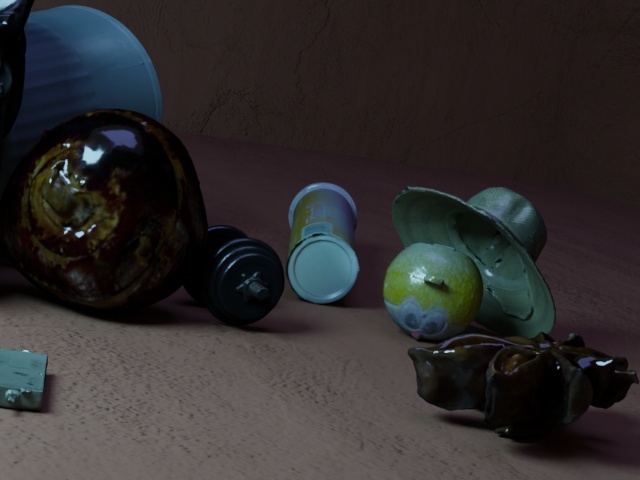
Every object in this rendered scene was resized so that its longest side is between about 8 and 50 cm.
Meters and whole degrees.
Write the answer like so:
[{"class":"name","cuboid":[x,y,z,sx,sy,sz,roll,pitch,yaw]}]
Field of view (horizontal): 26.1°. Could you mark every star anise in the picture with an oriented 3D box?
[{"class":"star anise","cuboid":[0.187,0.137,1.308,0.220,0.099,0.214,1,-2,-24]}]

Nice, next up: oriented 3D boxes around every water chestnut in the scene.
[{"class":"water chestnut","cuboid":[-0.227,-0.027,1.497,0.224,0.223,0.238,10,2,0]}]

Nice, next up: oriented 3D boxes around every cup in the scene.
[{"class":"cup","cuboid":[-0.420,-0.157,1.744,0.331,0.257,0.311,7,16,24]}]

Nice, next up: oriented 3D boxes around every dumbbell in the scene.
[{"class":"dumbbell","cuboid":[-0.101,0.038,1.560,0.099,0.099,0.208,6,8,-24]}]

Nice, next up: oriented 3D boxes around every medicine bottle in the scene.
[{"class":"medicine bottle","cuboid":[0.000,0.000,1.930,0.108,0.108,0.426,10,10,-1]}]

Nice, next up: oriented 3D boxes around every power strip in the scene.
[{"class":"power strip","cuboid":[-0.252,0.115,1.144,0.051,0.019,0.136,10,9,-12]}]

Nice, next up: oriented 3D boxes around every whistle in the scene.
[{"class":"whistle","cuboid":[0.134,0.074,1.678,0.123,0.123,0.223,11,-12,5]}]

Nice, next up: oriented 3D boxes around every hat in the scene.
[{"class":"hat","cuboid":[0.215,-0.004,1.695,0.110,0.252,0.252,-44,38,-22]}]

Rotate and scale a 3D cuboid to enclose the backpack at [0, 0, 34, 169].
[{"class":"backpack","cuboid":[-0.464,-0.162,1.418,0.363,0.445,0.255,-7,-16,12]}]
